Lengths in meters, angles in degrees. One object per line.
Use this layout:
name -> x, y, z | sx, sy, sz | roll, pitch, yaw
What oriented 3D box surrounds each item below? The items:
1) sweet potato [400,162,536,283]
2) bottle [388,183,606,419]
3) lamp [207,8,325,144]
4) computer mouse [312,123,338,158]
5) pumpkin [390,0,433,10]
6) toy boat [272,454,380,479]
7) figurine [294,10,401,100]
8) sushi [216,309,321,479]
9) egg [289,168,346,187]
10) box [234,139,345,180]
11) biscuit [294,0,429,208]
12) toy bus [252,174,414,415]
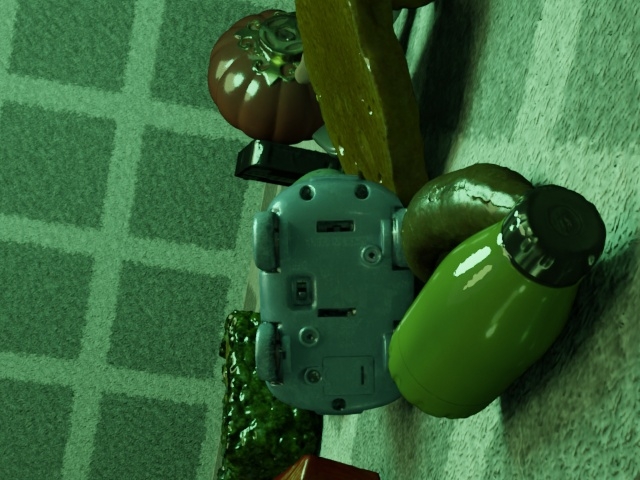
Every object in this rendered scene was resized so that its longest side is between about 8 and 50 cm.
sweet potato -> 0.154, -0.018, 0.861 | 0.112, 0.085, 0.286 | 66, 157, -3
bottle -> 0.141, 0.053, 0.724 | 0.260, 0.112, 0.112 | 114, 163, -55
lamp -> -0.084, -0.339, 1.847 | 0.257, 0.303, 0.303 | 106, 169, -55
computer mouse -> 0.049, -0.187, 1.505 | 0.057, 0.120, 0.232 | 64, 180, -15
pumpkin -> 0.146, -0.416, 1.178 | 0.248, 0.126, 0.131 | -31, 39, 52
toy boat -> -0.023, 0.411, 1.215 | 0.332, 0.145, 0.133 | 120, 164, -55
figurine -> 0.060, -0.344, 1.466 | 0.421, 0.154, 0.193 | 118, 164, -58
sushi -> -0.108, 0.324, 1.705 | 0.294, 0.178, 0.352 | 108, 164, -52
egg -> 0.000, 0.000, 1.415 | 0.169, 0.169, 0.237 | 142, 134, -76
box -> -0.049, -0.137, 1.711 | 0.350, 0.211, 0.058 | -179, 101, -80
biscuit -> 0.055, -0.207, 1.199 | 0.359, 0.074, 0.381 | 114, 133, -78
toy bus -> 0.022, 0.063, 1.137 | 0.232, 0.197, 0.294 | -70, -22, -86
